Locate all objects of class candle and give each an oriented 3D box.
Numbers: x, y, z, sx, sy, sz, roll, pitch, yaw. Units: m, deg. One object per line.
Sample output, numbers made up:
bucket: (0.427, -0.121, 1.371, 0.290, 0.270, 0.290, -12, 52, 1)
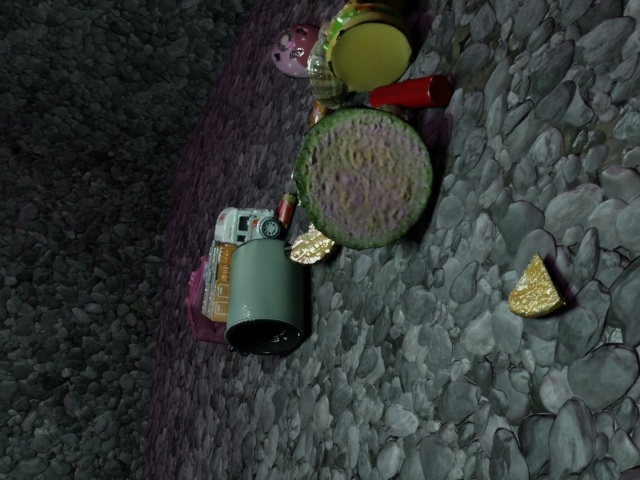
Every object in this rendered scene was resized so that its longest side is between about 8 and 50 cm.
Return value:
candle: (-0.113, -0.093, 2.053, 0.052, 0.051, 0.131, 9, 84, 66)

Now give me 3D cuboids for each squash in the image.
squash: (0.068, -0.129, 1.447, 0.309, 0.310, 0.311, 169, 115, -80)

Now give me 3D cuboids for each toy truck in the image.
toy truck: (-0.268, 0.079, 2.047, 0.173, 0.206, 0.388, -175, 93, -67)

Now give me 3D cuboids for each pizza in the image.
pizza: (0.345, 0.069, 0.987, 0.123, 0.026, 0.109, -22, 53, 64)

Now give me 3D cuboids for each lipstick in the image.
lipstick: (0.207, -0.346, 1.496, 0.279, 0.073, 0.073, 19, 92, 65)

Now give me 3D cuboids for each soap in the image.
soap: (-0.354, 0.194, 2.207, 0.127, 0.220, 0.325, 23, 95, 57)

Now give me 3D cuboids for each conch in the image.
conch: (0.072, -0.508, 1.791, 0.210, 0.158, 0.292, -59, -34, -49)

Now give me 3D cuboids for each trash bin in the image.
trash bin: (-0.153, 0.160, 1.776, 0.277, 0.217, 0.263, -30, 46, 33)

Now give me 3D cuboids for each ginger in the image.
ginger: (0.146, -0.279, 1.548, 0.204, 0.104, 0.080, 143, 125, -79)

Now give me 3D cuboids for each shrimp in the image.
shrimp: (0.016, -0.435, 1.959, 0.150, 0.067, 0.249, -98, 29, -81)

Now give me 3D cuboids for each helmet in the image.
helmet: (-0.090, -0.695, 2.273, 0.253, 0.154, 0.199, -177, 103, -70)

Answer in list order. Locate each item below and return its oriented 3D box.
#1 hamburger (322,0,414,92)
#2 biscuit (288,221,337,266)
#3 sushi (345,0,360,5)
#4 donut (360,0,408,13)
hamburger: (0.122, -0.505, 1.610, 0.237, 0.236, 0.149, -52, 33, 40)
biscuit: (0.000, 0.000, 1.701, 0.118, 0.061, 0.183, 34, 90, 26)
sushi: (0.125, -0.800, 1.622, 0.296, 0.099, 0.374, 118, 144, -64)
donut: (0.175, -0.711, 1.742, 0.226, 0.113, 0.227, -43, 39, 48)
